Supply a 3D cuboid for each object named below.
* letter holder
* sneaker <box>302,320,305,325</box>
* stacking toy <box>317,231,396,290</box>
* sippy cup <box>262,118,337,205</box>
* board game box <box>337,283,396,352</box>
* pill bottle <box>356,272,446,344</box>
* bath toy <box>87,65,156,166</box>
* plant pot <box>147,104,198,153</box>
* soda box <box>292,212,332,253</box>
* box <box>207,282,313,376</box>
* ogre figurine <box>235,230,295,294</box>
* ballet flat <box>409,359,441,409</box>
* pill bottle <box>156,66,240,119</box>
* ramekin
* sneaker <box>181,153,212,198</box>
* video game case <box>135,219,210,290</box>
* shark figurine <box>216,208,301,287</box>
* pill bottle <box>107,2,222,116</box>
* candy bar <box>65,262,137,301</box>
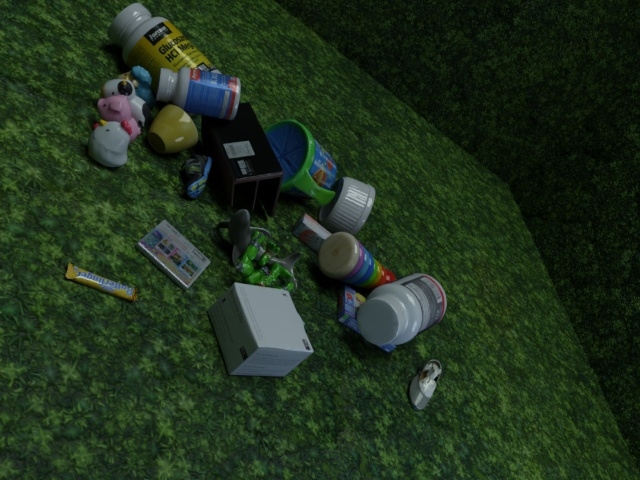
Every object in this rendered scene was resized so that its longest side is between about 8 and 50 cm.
[{"bbox_3d":[-0.243,-0.223,2.053,0.151,0.215,0.302,-12,55,-22],"label":"letter holder"},{"bbox_3d":[-0.084,0.212,1.786,0.069,0.038,0.098,46,18,4],"label":"sneaker"},{"bbox_3d":[0.135,0.090,2.127,0.330,0.141,0.141,30,30,-50],"label":"stacking toy"},{"bbox_3d":[-0.070,-0.239,2.231,0.224,0.239,0.306,25,58,-54],"label":"sippy cup"},{"bbox_3d":[0.138,0.231,2.067,0.201,0.035,0.136,35,29,-20],"label":"board game box"},{"bbox_3d":[0.232,0.201,2.006,0.176,0.176,0.318,53,28,14],"label":"pill bottle"},{"bbox_3d":[-0.516,-0.329,1.806,0.151,0.129,0.348,34,31,-23],"label":"bath toy"},{"bbox_3d":[-0.420,-0.292,1.914,0.134,0.134,0.095,45,54,-2],"label":"plant pot"},{"bbox_3d":[0.000,0.000,2.160,0.183,0.058,0.063,38,28,-14],"label":"soda box"},{"bbox_3d":[-0.140,0.210,1.617,0.181,0.119,0.181,14,41,-46],"label":"box"},{"bbox_3d":[-0.145,0.086,1.771,0.096,0.197,0.118,23,56,32],"label":"ogre figurine"},{"bbox_3d":[0.310,0.412,2.030,0.072,0.068,0.213,45,28,-1],"label":"ballet flat"},{"bbox_3d":[-0.344,-0.417,1.948,0.221,0.124,0.124,8,41,-18],"label":"pill bottle"},{"bbox_3d":[0.079,-0.110,2.271,0.109,0.207,0.207,27,32,-15],"label":"ramekin"},{"bbox_3d":[-0.352,-0.179,1.919,0.078,0.067,0.188,17,36,-9],"label":"sneaker"},{"bbox_3d":[-0.352,0.033,1.669,0.157,0.019,0.143,44,28,-7],"label":"video game case"},{"bbox_3d":[-0.185,0.034,1.851,0.278,0.166,0.116,47,48,-39],"label":"shark figurine"},{"bbox_3d":[-0.470,-0.544,2.091,0.334,0.188,0.188,44,27,-3],"label":"pill bottle"},{"bbox_3d":[-0.455,0.090,1.450,0.161,0.018,0.040,26,34,-32],"label":"candy bar"}]
